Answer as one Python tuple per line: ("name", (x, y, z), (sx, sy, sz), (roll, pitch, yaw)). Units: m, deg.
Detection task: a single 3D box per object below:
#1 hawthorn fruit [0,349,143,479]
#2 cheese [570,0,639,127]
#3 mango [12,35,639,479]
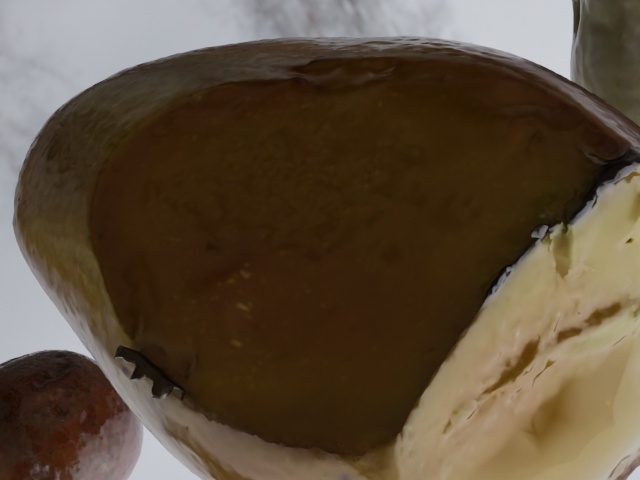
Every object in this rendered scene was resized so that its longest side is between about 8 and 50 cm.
("hawthorn fruit", (-0.206, 0.143, 1.416), (0.189, 0.149, 0.149), (-53, -156, 0))
("cheese", (0.233, -0.139, 1.064), (0.235, 0.218, 0.117), (-42, -171, -9))
("mango", (0.000, 0.000, 0.635), (0.187, 0.138, 0.257), (-37, -140, -17))
